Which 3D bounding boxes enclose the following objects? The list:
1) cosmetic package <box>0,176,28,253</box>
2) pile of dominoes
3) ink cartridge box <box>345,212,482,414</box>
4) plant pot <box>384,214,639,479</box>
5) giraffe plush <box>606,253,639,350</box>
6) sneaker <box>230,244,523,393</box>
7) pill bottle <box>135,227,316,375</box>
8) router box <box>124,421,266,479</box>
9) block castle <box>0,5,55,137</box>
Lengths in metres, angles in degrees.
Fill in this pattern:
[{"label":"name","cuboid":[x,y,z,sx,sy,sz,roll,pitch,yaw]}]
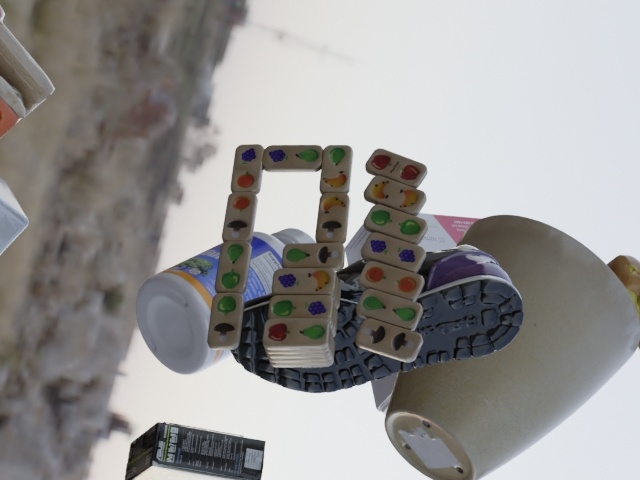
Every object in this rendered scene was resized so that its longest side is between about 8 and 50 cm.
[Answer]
[{"label":"cosmetic package","cuboid":[-0.640,-0.097,2.150,0.230,0.453,0.161,-46,-148,3]},{"label":"pile of dominoes","cuboid":[0.000,0.000,1.488,0.040,0.196,0.251,76,16,-54]},{"label":"ink cartridge box","cuboid":[0.170,0.108,2.372,0.117,0.207,0.283,127,-40,-49]},{"label":"plant pot","cuboid":[0.204,0.155,1.929,0.274,0.256,0.256,-49,177,-31]},{"label":"giraffe plush","cuboid":[0.426,0.092,2.174,0.210,0.170,0.181,-65,-176,-29]},{"label":"sneaker","cuboid":[0.045,0.067,1.572,0.124,0.283,0.107,-109,-164,-61]},{"label":"pill bottle","cuboid":[-0.119,0.076,2.316,0.272,0.152,0.152,-27,152,-44]},{"label":"router box","cuboid":[-0.106,0.184,1.340,0.122,0.092,0.038,138,-39,-66]},{"label":"block castle","cuboid":[-0.525,-0.095,1.734,0.303,0.213,0.453,-30,-165,43]}]
